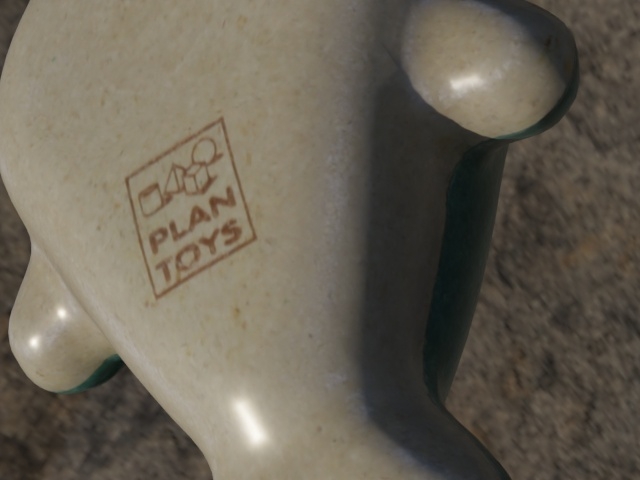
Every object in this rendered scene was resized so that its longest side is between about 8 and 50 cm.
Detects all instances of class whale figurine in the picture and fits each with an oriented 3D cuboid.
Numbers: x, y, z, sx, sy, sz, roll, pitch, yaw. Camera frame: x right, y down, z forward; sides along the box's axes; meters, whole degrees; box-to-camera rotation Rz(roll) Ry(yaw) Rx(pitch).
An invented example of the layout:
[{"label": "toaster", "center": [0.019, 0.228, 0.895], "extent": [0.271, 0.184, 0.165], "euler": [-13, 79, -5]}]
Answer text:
[{"label": "whale figurine", "center": [0.000, 0.000, 0.568], "extent": [0.216, 0.141, 0.272], "euler": [-31, 56, 24]}]
